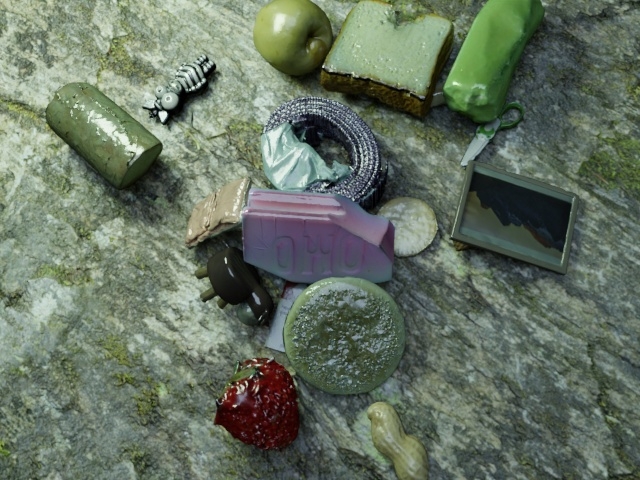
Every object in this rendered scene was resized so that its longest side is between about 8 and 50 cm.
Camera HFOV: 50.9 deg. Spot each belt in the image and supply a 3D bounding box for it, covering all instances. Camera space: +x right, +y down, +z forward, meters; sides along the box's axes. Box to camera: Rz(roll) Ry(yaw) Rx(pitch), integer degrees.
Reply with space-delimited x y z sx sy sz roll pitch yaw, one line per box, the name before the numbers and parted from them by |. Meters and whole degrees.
belt | 0.000 -0.190 1.565 0.260 0.122 0.325 -33 69 -7

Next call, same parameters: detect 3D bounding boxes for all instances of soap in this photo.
soap | 0.000 0.000 1.455 0.323 0.193 0.109 4 39 2

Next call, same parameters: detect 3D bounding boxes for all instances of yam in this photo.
yam | -0.521 -0.250 1.648 0.304 0.168 0.168 39 82 18

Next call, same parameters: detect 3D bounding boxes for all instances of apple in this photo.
apple | -0.069 -0.503 1.647 0.199 0.200 0.200 -3 72 9

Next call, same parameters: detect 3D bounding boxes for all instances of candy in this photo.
candy | 0.403 -0.434 1.561 0.142 0.132 0.344 17 68 32

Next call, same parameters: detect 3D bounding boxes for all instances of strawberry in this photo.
strawberry | -0.118 0.343 1.391 0.201 0.186 0.184 49 60 -7

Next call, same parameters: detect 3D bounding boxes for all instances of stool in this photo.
stool | -0.190 0.109 1.506 0.121 0.125 0.217 -33 88 16

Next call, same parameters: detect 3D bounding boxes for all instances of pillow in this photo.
pillow | -0.238 -0.062 1.532 0.232 0.043 0.126 -21 49 46

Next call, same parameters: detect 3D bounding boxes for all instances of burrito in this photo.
burrito | 0.261 -0.345 1.610 0.188 0.045 0.058 -9 80 4

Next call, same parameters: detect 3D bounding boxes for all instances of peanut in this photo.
peanut | 0.157 0.413 1.365 0.082 0.082 0.187 -38 69 -4

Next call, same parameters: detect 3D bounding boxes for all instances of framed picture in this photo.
framed picture | 0.424 -0.052 1.460 0.265 0.018 0.192 17 74 -4

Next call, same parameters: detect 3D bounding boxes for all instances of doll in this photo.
doll | -0.359 -0.387 1.718 0.091 0.067 0.219 43 85 15

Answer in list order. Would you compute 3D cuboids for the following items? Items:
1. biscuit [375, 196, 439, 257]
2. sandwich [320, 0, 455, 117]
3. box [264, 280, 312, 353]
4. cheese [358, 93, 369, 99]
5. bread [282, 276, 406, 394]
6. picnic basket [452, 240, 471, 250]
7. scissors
biscuit | 0.192 -0.033 1.533 0.151 0.020 0.152 -3 72 8
sandwich | 0.163 -0.442 1.591 0.273 0.095 0.249 19 74 17
box | -0.043 0.171 1.498 0.115 0.036 0.178 16 76 13
cheese | 0.156 -0.424 1.657 0.097 0.037 0.192 34 80 19
bread | 0.049 0.203 1.426 0.266 0.040 0.267 0 92 4
picnic basket | 0.318 -0.022 1.480 0.071 0.072 0.083 -15 80 4
scissors | 0.385 -0.251 1.568 0.101 0.027 0.204 33 79 22
